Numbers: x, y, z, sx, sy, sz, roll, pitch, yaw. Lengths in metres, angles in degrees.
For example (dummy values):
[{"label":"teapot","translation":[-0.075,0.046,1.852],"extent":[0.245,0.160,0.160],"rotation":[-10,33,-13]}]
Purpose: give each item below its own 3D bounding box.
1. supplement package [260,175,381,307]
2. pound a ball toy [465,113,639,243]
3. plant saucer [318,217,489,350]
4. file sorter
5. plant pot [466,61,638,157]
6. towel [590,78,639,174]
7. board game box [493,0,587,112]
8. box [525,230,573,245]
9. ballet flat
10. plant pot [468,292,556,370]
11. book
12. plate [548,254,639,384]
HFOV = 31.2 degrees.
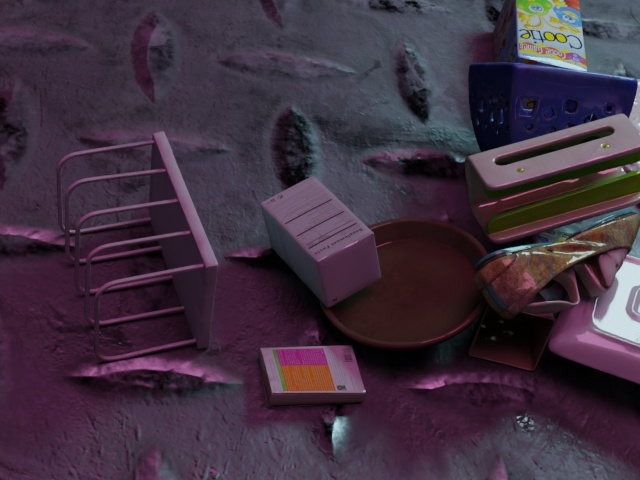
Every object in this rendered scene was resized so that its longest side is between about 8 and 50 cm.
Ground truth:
[{"label":"supplement package","translation":[0.000,0.000,1.800],"extent":[0.105,0.105,0.179],"rotation":[-28,46,-17]},{"label":"pound a ball toy","translation":[0.363,-0.074,1.894],"extent":[0.319,0.208,0.135],"rotation":[-16,41,-5]},{"label":"plant saucer","translation":[0.134,0.071,1.802],"extent":[0.278,0.041,0.277],"rotation":[-6,45,6]},{"label":"file sorter","translation":[-0.279,0.011,1.694],"extent":[0.173,0.192,0.277],"rotation":[-10,51,-20]},{"label":"plant pot","translation":[0.394,-0.200,2.031],"extent":[0.236,0.212,0.236],"rotation":[6,8,-12]},{"label":"towel","translation":[0.693,-0.213,2.279],"extent":[0.317,0.053,0.331],"rotation":[-7,49,-22]},{"label":"board game box","translation":[0.438,-0.383,2.305],"extent":[0.142,0.144,0.275],"rotation":[12,46,-5]},{"label":"box","translation":[0.441,0.027,1.975],"extent":[0.169,0.054,0.059],"rotation":[8,46,-9]},{"label":"ballet flat","translation":[0.387,0.045,1.770],"extent":[0.349,0.123,0.123],"rotation":[-15,53,-34]},{"label":"plant pot","translation":[0.302,0.125,1.812],"extent":[0.109,0.109,0.096],"rotation":[15,35,-2]},{"label":"book","translation":[-0.013,0.198,1.699],"extent":[0.144,0.035,0.096],"rotation":[0,44,-16]},{"label":"plate","translation":[0.526,0.119,1.817],"extent":[0.277,0.045,0.278],"rotation":[20,44,12]}]
